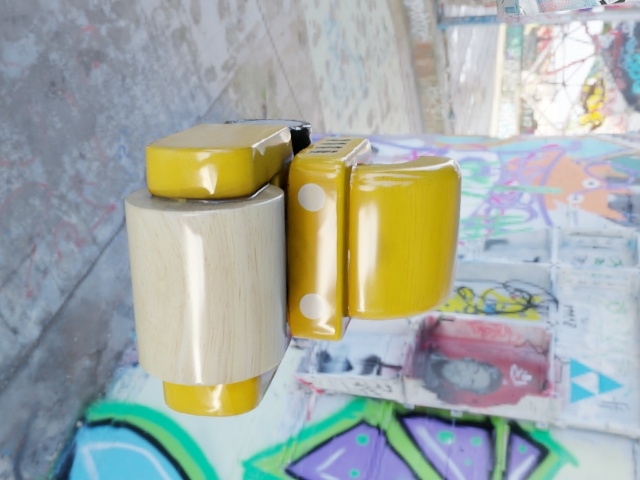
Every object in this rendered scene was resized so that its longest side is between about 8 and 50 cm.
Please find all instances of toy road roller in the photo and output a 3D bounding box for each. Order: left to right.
[{"bbox_3d":[0.000,0.000,0.600,0.329,0.240,0.203,-53,145,-70],"label":"toy road roller"}]

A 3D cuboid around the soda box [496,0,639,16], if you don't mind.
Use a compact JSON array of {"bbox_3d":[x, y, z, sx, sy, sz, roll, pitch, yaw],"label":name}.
[{"bbox_3d":[0.208,-0.183,0.433,0.063,0.183,0.058,-85,168,-73],"label":"soda box"}]
